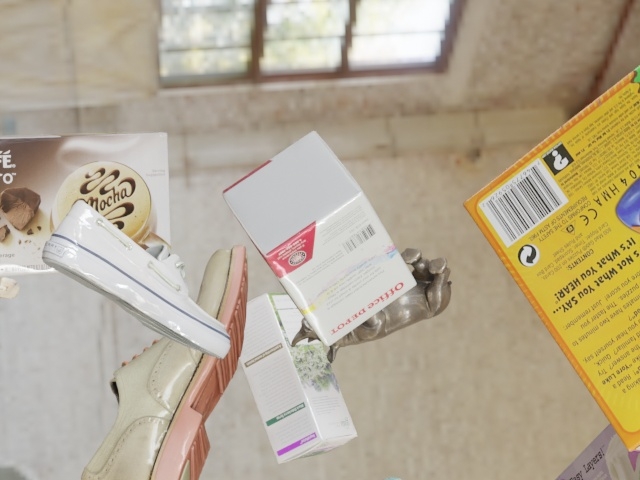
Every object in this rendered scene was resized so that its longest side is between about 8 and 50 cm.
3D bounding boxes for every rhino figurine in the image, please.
[{"bbox_3d":[0.071,0.097,2.322,0.106,0.243,0.073,62,4,-50],"label":"rhino figurine"}]

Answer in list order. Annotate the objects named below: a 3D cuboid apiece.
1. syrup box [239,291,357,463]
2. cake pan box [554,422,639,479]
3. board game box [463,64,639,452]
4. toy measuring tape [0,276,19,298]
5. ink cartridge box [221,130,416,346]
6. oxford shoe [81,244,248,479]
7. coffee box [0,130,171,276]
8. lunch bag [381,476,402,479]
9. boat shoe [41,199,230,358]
[{"bbox_3d":[-0.044,0.199,2.477,0.096,0.093,0.236,-29,-106,32],"label":"syrup box"},{"bbox_3d":[0.441,0.374,2.305,0.267,0.070,0.245,-56,-135,46],"label":"cake pan box"},{"bbox_3d":[0.460,0.015,2.017,0.356,0.356,0.356,58,17,22],"label":"board game box"},{"bbox_3d":[-0.383,-0.094,1.677,0.330,0.121,0.121,50,-1,-16],"label":"toy measuring tape"},{"bbox_3d":[0.000,0.000,1.862,0.127,0.128,0.176,53,-4,45],"label":"ink cartridge box"},{"bbox_3d":[-0.190,0.159,2.171,0.140,0.147,0.397,90,16,-52],"label":"oxford shoe"},{"bbox_3d":[-0.339,-0.045,2.037,0.119,0.297,0.168,-168,-103,-69],"label":"coffee box"},{"bbox_3d":[0.057,0.459,2.216,0.279,0.108,0.224,-46,-111,39],"label":"lunch bag"},{"bbox_3d":[-0.165,0.039,1.663,0.083,0.226,0.075,10,-110,53],"label":"boat shoe"}]
